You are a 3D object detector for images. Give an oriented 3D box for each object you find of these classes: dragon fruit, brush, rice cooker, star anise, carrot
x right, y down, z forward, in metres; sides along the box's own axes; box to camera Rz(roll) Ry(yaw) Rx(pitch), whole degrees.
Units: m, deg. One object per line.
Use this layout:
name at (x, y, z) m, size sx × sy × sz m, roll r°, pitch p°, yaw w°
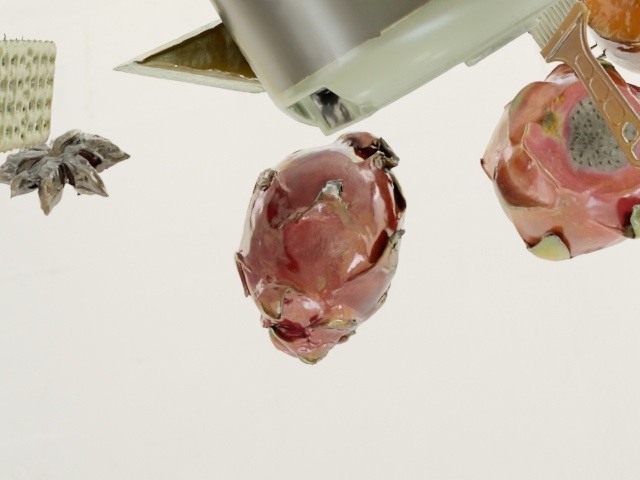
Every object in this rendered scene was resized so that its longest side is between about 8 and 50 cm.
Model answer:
dragon fruit at (0.384, -0.123, 1.599) m, size 0.291 × 0.189 × 0.290 m, roll 2°, pitch -98°, yaw -11°
brush at (0.337, -0.205, 1.386) m, size 0.017 × 0.090 × 0.314 m, roll 6°, pitch -134°, yaw -32°
rice cooker at (0.031, -0.279, 0.807) m, size 0.335 × 0.325 × 0.335 m, roll -32°, pitch -172°, yaw 5°
star anise at (-0.424, -0.132, 1.831) m, size 0.230 × 0.081 × 0.262 m, roll -13°, pitch -148°, yaw 4°
dragon fruit at (0.002, -0.004, 1.513) m, size 0.250 × 0.250 × 0.315 m, roll 37°, pitch -82°, yaw 40°
carrot at (0.496, -0.346, 1.686) m, size 0.193 × 0.331 × 0.214 m, roll 28°, pitch -82°, yaw 27°

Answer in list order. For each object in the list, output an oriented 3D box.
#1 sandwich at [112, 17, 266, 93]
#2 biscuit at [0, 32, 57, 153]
sandwich at (-0.100, -0.136, 0.939) m, size 0.116 × 0.074 × 0.074 m, roll -29°, pitch -165°, yaw -21°
biscuit at (-0.370, -0.176, 1.349) m, size 0.016 × 0.144 × 0.203 m, roll 10°, pitch -169°, yaw 12°
